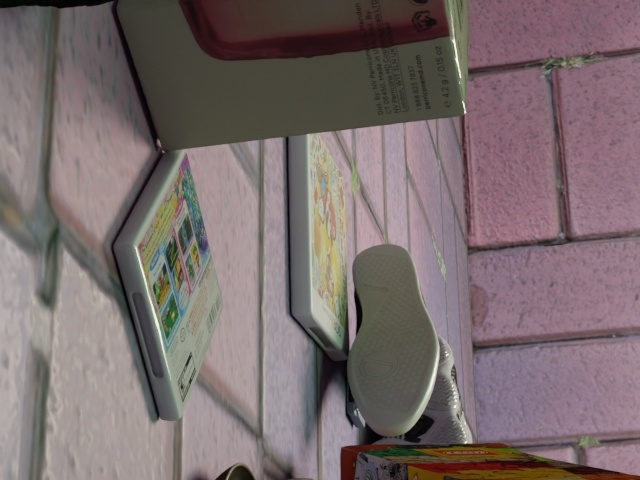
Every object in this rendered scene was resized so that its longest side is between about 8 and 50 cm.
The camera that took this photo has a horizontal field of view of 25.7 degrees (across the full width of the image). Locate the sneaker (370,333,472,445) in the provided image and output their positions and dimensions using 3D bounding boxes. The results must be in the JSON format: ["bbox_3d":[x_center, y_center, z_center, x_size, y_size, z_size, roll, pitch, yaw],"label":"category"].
[{"bbox_3d":[0.141,0.304,1.825,0.366,0.137,0.210,-86,163,-53],"label":"sneaker"}]

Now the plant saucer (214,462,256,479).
[{"bbox_3d":[-0.069,0.255,1.070,0.168,0.029,0.168,-6,90,-78],"label":"plant saucer"}]

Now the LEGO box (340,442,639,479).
[{"bbox_3d":[0.160,0.445,1.245,0.372,0.193,0.500,168,-77,-72],"label":"LEGO box"}]

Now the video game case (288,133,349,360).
[{"bbox_3d":[0.000,0.000,1.552,0.206,0.026,0.227,56,30,-68],"label":"video game case"}]

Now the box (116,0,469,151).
[{"bbox_3d":[-0.012,-0.168,1.031,0.149,0.232,0.127,-82,162,-50],"label":"box"}]

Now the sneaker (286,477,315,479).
[{"bbox_3d":[0.022,0.270,1.139,0.290,0.123,0.106,91,-2,-58],"label":"sneaker"}]

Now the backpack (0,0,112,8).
[{"bbox_3d":[-0.137,-0.217,0.731,0.152,0.115,0.182,-30,111,-75],"label":"backpack"}]

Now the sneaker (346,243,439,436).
[{"bbox_3d":[0.092,0.147,1.622,0.296,0.104,0.147,-92,170,-53],"label":"sneaker"}]

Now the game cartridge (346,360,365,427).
[{"bbox_3d":[0.044,0.184,1.715,0.056,0.017,0.083,60,27,-57],"label":"game cartridge"}]

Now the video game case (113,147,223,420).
[{"bbox_3d":[-0.107,0.027,1.016,0.157,0.019,0.143,-74,155,-60],"label":"video game case"}]
